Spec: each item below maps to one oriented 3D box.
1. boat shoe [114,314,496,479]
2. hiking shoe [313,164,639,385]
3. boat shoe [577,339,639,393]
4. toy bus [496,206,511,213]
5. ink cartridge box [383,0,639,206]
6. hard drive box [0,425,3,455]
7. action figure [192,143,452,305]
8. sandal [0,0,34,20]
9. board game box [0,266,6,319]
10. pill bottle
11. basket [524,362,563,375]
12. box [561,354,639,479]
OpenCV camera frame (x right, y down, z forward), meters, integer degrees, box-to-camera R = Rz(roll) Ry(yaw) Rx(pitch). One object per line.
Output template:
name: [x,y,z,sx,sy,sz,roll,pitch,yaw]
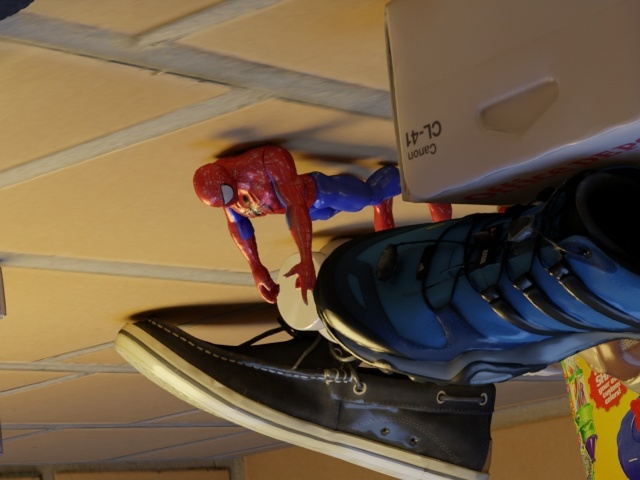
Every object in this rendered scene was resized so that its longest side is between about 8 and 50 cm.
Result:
boat shoe: [-0.005,0.163,2.259,0.500,0.156,0.187,20,179,-24]
hiking shoe: [0.136,0.004,1.092,0.304,0.113,0.132,-3,141,18]
boat shoe: [0.264,-0.017,1.388,0.120,0.122,0.324,21,126,-10]
toy bus: [0.216,-0.027,1.574,0.202,0.104,0.191,25,-163,24]
ink cartridge box: [0.225,-0.100,1.136,0.306,0.131,0.226,2,166,-36]
hard drive box: [-0.276,0.015,1.119,0.089,0.232,0.181,-12,168,22]
action figure: [0.000,0.000,1.519,0.091,0.139,0.280,-16,164,35]
sandal: [-0.160,-0.154,0.828,0.097,0.054,0.254,-11,162,-20]
board game box: [-0.457,0.060,1.720,0.193,0.053,0.305,-16,167,41]
pill bottle: [0.051,0.049,1.879,0.184,0.103,0.103,1,166,-41]
basket: [0.208,0.101,2.245,0.103,0.113,0.167,-9,170,19]
box: [0.368,0.107,1.673,0.177,0.279,0.290,11,143,-28]
